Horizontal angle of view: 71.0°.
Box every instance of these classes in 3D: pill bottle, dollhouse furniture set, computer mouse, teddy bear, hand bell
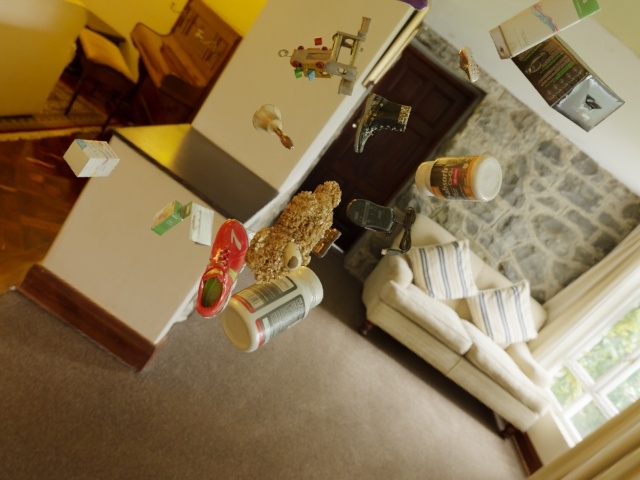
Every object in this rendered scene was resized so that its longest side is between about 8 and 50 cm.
[{"bbox_3d":[-0.173,0.240,1.664,0.363,0.210,0.210,-26,61,-40],"label":"pill bottle"},{"bbox_3d":[0.079,-0.584,1.416,0.101,0.181,0.161,16,-13,1],"label":"dollhouse furniture set"},{"bbox_3d":[0.208,-0.042,1.600,0.262,0.183,0.060,7,-8,-13],"label":"computer mouse"},{"bbox_3d":[-0.042,-0.019,1.111,0.113,0.245,0.338,37,28,10],"label":"teddy bear"},{"bbox_3d":[0.490,-0.224,1.619,0.162,0.162,0.279,26,-10,-35],"label":"pill bottle"},{"bbox_3d":[-0.164,-0.425,1.763,0.126,0.126,0.242,20,25,-46],"label":"hand bell"}]

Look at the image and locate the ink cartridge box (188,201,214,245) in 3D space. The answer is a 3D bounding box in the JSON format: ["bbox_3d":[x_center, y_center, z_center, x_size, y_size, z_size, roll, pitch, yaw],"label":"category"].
[{"bbox_3d":[-0.470,-0.058,1.717,0.045,0.145,0.179,2,-7,15],"label":"ink cartridge box"}]

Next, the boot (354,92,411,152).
[{"bbox_3d":[0.242,-0.445,1.775,0.179,0.236,0.085,18,14,7],"label":"boot"}]

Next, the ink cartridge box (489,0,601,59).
[{"bbox_3d":[0.555,-0.552,1.133,0.093,0.213,0.154,59,20,-11],"label":"ink cartridge box"}]

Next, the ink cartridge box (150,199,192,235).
[{"bbox_3d":[-0.716,-0.123,2.158,0.062,0.209,0.108,43,25,-38],"label":"ink cartridge box"}]

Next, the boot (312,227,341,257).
[{"bbox_3d":[0.000,0.000,1.491,0.106,0.114,0.037,28,-14,46],"label":"boot"}]

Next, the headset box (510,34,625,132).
[{"bbox_3d":[0.754,-0.489,1.374,0.247,0.131,0.282,13,47,-35],"label":"headset box"}]

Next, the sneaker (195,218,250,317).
[{"bbox_3d":[-0.263,0.077,1.207,0.108,0.278,0.118,15,-2,0],"label":"sneaker"}]

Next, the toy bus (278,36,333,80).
[{"bbox_3d":[-0.038,-0.706,1.800,0.202,0.191,0.104,55,-8,28],"label":"toy bus"}]

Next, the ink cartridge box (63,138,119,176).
[{"bbox_3d":[-0.775,-0.281,1.537,0.092,0.090,0.143,51,23,8],"label":"ink cartridge box"}]

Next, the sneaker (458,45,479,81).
[{"bbox_3d":[0.632,-0.749,1.928,0.061,0.065,0.157,-6,82,-28],"label":"sneaker"}]

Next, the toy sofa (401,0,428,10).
[{"bbox_3d":[0.177,-0.824,1.320,0.363,0.177,0.150,29,19,24],"label":"toy sofa"}]

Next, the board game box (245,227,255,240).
[{"bbox_3d":[-0.282,-0.006,1.527,0.090,0.090,0.020,24,11,-35],"label":"board game box"}]
